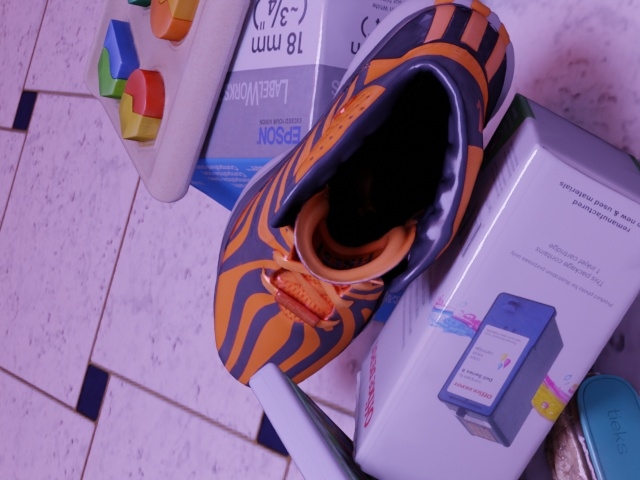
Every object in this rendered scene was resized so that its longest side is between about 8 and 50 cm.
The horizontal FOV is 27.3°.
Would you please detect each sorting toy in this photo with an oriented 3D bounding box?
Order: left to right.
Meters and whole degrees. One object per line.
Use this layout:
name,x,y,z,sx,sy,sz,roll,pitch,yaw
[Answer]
sorting toy,-0.135,-0.160,1.047,0.208,0.038,0.193,51,128,47

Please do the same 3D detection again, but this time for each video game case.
video game case,0.053,0.185,0.765,0.023,0.193,0.212,-40,40,1

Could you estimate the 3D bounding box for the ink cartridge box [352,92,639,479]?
ink cartridge box,0.106,0.037,0.777,0.212,0.093,0.154,-60,5,16

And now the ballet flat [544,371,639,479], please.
ballet flat,0.169,0.174,0.723,0.067,0.073,0.206,110,159,-56

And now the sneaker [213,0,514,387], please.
sneaker,0.000,0.000,0.811,0.321,0.125,0.180,-61,1,30

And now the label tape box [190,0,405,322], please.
label tape box,-0.027,-0.112,1.012,0.241,0.106,0.333,5,91,56
